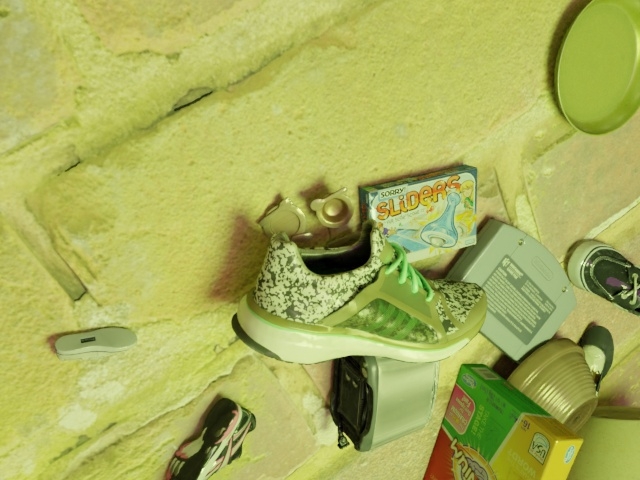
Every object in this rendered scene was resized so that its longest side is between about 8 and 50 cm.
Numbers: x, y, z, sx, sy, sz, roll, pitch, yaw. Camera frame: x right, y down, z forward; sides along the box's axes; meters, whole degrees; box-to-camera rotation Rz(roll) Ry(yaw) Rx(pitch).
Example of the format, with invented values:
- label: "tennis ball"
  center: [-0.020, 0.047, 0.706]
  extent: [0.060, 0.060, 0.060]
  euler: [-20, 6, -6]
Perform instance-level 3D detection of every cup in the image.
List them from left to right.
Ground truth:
- label: "cup"
  center: [0.680, 0.501, 1.152]
  extent: [0.332, 0.331, 0.236]
  euler: [1, 81, -26]

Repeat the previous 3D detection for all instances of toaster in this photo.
- label: "toaster"
  center: [0.105, 0.242, 0.861]
  extent: [0.147, 0.129, 0.226]
  euler: [-7, 109, -26]

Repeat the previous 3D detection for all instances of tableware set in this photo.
- label: "tableware set"
  center: [0.000, 0.000, 0.768]
  extent: [0.141, 0.020, 0.168]
  euler: [-24, 119, 2]

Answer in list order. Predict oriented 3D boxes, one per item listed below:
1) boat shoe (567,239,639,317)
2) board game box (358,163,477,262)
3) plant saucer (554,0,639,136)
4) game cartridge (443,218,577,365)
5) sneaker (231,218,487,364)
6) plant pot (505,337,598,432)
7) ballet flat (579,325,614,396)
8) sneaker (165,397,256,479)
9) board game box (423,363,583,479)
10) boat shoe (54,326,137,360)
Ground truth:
- label: "boat shoe"
  center: [0.627, 0.094, 1.071]
  extent: [0.301, 0.102, 0.108]
  euler: [30, 93, -31]
- label: "board game box"
  center: [0.161, -0.037, 0.840]
  extent: [0.201, 0.035, 0.136]
  euler: [-15, 114, -20]
- label: "plant saucer"
  center: [0.488, -0.303, 0.902]
  extent: [0.241, 0.037, 0.240]
  euler: [-8, 111, -22]
- label: "game cartridge"
  center: [0.358, 0.097, 0.974]
  extent: [0.297, 0.062, 0.198]
  euler: [39, 85, -31]
- label: "sneaker"
  center: [0.088, 0.063, 0.738]
  extent: [0.411, 0.158, 0.181]
  euler: [0, 118, -27]
- label: "plant pot"
  center: [0.466, 0.321, 1.041]
  extent: [0.238, 0.110, 0.237]
  euler: [-18, 130, -24]
- label: "ballet flat"
  center: [0.586, 0.285, 1.134]
  extent: [0.074, 0.074, 0.203]
  euler: [-3, 111, -25]
- label: "sneaker"
  center: [-0.161, 0.331, 0.802]
  extent: [0.178, 0.072, 0.077]
  euler: [-50, 132, 5]
- label: "board game box"
  center: [0.312, 0.427, 0.960]
  extent: [0.064, 0.242, 0.316]
  euler: [8, 104, -26]
- label: "boat shoe"
  center: [-0.296, 0.142, 0.691]
  extent: [0.100, 0.035, 0.035]
  euler: [-5, 137, -28]
